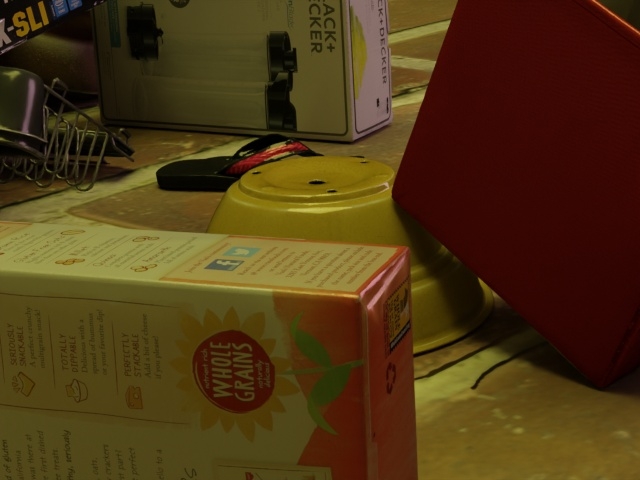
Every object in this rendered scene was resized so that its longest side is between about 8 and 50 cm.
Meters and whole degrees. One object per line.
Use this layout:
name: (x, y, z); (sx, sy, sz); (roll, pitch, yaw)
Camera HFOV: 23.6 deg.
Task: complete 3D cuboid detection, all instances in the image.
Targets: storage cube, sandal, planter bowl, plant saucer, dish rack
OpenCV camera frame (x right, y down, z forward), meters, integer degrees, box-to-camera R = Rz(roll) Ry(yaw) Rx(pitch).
storage cube: (0.185, -0.066, 0.878); (0.183, 0.193, 0.215); (-18, 49, -39)
sandal: (-0.052, -0.066, 1.275); (0.179, 0.040, 0.067); (1, 17, 12)
planter bowl: (0.000, 0.000, 0.970); (0.217, 0.090, 0.217); (-3, 17, 1)
plant saucer: (-0.342, -0.246, 1.694); (0.310, 0.050, 0.310); (19, 17, -6)
dish rack: (-0.279, -0.088, 1.259); (0.208, 0.074, 0.271); (8, -9, 14)

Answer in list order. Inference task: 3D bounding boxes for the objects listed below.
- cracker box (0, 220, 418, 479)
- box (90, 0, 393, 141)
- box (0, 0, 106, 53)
cracker box: (-0.079, 0.077, 0.622); (0.232, 0.156, 0.067); (4, 18, 20)
box: (-0.079, -0.193, 1.476); (0.290, 0.169, 0.087); (7, 19, 27)
box: (-0.355, -0.238, 1.425); (0.322, 0.079, 0.257); (10, 32, 41)
